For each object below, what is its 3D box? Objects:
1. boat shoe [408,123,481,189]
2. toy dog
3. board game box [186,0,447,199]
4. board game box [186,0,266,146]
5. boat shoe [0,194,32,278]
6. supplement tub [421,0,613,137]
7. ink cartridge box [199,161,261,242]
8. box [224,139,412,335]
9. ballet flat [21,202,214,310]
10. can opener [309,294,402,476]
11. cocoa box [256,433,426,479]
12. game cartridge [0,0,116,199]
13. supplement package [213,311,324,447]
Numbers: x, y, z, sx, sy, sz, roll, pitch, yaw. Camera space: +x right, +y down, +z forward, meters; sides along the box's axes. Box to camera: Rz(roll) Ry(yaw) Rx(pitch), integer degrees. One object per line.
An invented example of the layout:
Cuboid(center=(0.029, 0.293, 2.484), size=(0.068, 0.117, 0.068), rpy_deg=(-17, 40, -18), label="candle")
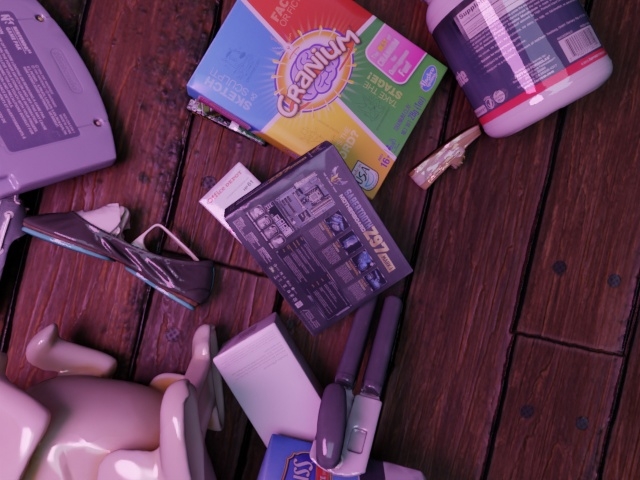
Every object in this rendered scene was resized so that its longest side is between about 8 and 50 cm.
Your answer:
Cuboid(center=(0.207, -0.134, 0.801), size=(0.135, 0.050, 0.045), rpy_deg=(-37, 96, 6), label="boat shoe")
Cuboid(center=(-0.345, 0.302, 0.671), size=(0.409, 0.284, 0.394), rpy_deg=(-3, 108, -3), label="toy dog")
Cuboid(center=(-0.001, -0.241, 0.751), size=(0.317, 0.064, 0.242), rpy_deg=(30, 87, -12), label="board game box")
Cuboid(center=(-0.096, -0.294, 0.785), size=(0.136, 0.030, 0.259), rpy_deg=(24, 88, -6), label="board game box")
Cuboid(center=(-0.490, -0.027, 0.737), size=(0.099, 0.116, 0.319), rpy_deg=(28, 78, -47), label="boat shoe")
Cuboid(center=(0.278, -0.309, 0.732), size=(0.191, 0.191, 0.272), rpy_deg=(-30, 92, -4), label="supplement tub")
Cuboid(center=(-0.113, -0.048, 0.771), size=(0.122, 0.052, 0.088), rpy_deg=(45, 88, -2), label="ink cartridge box")
Cuboid(center=(0.000, 0.000, 0.728), size=(0.184, 0.059, 0.232), rpy_deg=(-34, 110, 3), label="box")
Cuboid(center=(-0.288, 0.007, 0.745), size=(0.281, 0.095, 0.096), rpy_deg=(28, 78, -14), label="ballet flat")
Cuboid(center=(0.057, 0.181, 0.694), size=(0.076, 0.095, 0.283), rpy_deg=(12, 53, 13), label="can opener")
Cuboid(center=(-0.014, 0.479, 0.641), size=(0.228, 0.231, 0.346), rpy_deg=(16, 111, -3), label="cocoa box")
Cuboid(center=(-0.425, -0.217, 0.695), size=(0.196, 0.060, 0.294), rpy_deg=(-30, 93, -38), label="game cartridge")
Cuboid(center=(-0.066, 0.216, 0.749), size=(0.105, 0.105, 0.179), rpy_deg=(-31, 92, -3), label="supplement package")
